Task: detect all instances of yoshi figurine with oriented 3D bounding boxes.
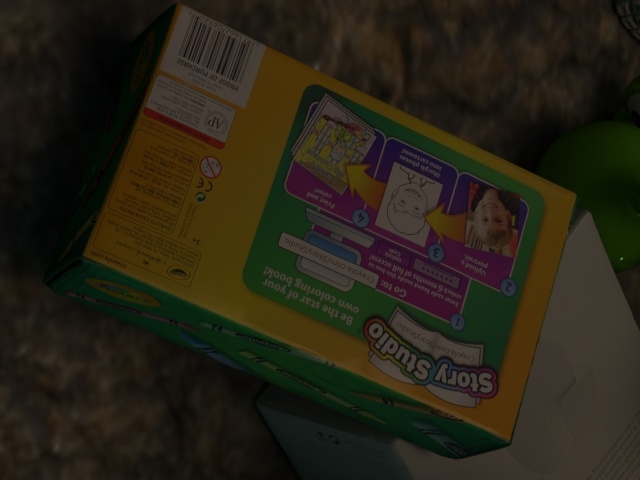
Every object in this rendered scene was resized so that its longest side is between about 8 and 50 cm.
[{"bbox_3d":[0.270,0.037,1.339,0.203,0.362,0.203,-43,144,24],"label":"yoshi figurine"}]

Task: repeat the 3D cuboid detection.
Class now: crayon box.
[{"bbox_3d":[0.000,0.000,1.101,0.278,0.081,0.165,25,68,-16],"label":"crayon box"}]

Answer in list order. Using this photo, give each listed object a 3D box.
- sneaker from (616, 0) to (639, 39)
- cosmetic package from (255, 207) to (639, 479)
[{"bbox_3d":[0.279,-0.181,1.457,0.166,0.065,0.076,46,50,-43],"label":"sneaker"},{"bbox_3d":[0.110,0.124,1.291,0.224,0.138,0.224,-47,126,-27],"label":"cosmetic package"}]
